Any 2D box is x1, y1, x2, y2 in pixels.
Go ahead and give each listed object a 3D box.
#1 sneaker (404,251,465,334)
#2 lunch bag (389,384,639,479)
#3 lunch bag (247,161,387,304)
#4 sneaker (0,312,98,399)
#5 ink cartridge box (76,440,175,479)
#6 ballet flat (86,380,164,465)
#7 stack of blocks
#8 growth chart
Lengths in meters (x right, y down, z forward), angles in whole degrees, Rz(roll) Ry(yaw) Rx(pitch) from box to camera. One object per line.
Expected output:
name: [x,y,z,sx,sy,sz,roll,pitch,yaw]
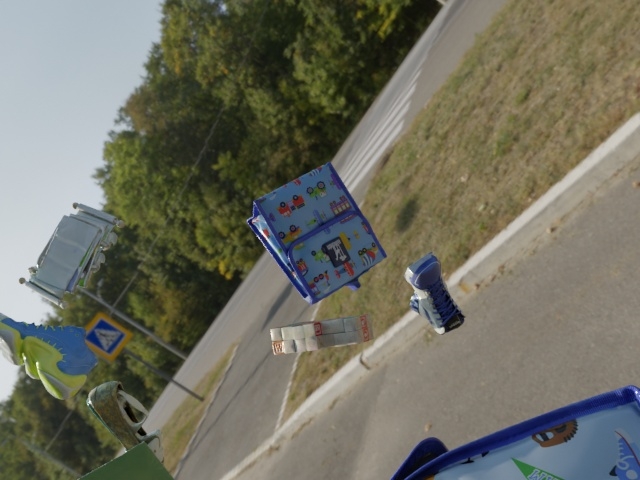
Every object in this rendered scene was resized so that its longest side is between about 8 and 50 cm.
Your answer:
sneaker: [0.374,0.183,1.777,0.127,0.182,0.316,-34,-36,-11]
lunch bag: [0.237,0.378,0.664,0.385,0.328,0.239,-25,39,9]
lunch bag: [0.000,0.000,1.354,0.220,0.293,0.138,-31,-10,-22]
sneaker: [-0.548,0.204,1.132,0.126,0.240,0.091,-46,-5,-43]
ink cartridge box: [-0.220,0.312,0.515,0.235,0.171,0.056,-28,19,2]
ballet flat: [-0.521,0.548,1.614,0.123,0.349,0.123,-33,6,4]
stack of blocks: [0.006,0.311,1.889,0.297,0.087,0.171,-12,-6,27]
growth chart: [-0.542,0.030,1.241,0.237,0.171,0.021,-59,-21,-7]
